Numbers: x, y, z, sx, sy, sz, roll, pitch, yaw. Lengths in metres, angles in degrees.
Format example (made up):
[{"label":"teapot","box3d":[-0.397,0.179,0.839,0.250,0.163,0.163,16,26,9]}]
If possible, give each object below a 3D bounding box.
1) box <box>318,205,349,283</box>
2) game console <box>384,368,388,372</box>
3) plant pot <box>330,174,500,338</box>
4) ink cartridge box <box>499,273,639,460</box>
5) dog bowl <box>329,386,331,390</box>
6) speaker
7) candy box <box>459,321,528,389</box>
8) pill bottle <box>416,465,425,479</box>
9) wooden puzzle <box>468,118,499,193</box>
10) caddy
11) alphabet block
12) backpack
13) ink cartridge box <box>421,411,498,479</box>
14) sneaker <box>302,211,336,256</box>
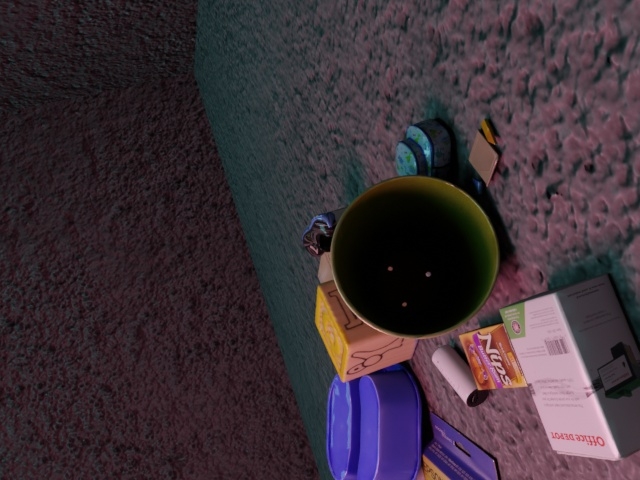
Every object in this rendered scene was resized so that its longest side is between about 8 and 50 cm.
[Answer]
[{"label":"box","box3d":[0.082,0.053,1.668,0.311,0.121,0.148,97,154,-55]},{"label":"game console","box3d":[0.141,0.281,1.854,0.213,0.043,0.361,126,125,-71]},{"label":"plant pot","box3d":[0.164,0.057,1.188,0.293,0.274,0.275,71,179,-76]},{"label":"ink cartridge box","box3d":[0.355,0.174,0.883,0.160,0.092,0.220,131,121,-73]},{"label":"dog bowl","box3d":[0.130,0.551,1.978,0.265,0.104,0.265,61,169,20]},{"label":"speaker","box3d":[0.284,0.276,1.313,0.136,0.055,0.055,-127,26,-53]},{"label":"candy box","box3d":[0.317,0.200,1.126,0.187,0.053,0.109,129,124,-70]},{"label":"pill bottle","box3d":[0.227,0.602,1.766,0.184,0.103,0.103,-176,70,-74]},{"label":"wooden puzzle","box3d":[0.265,-0.134,1.037,0.116,0.014,0.079,100,154,-58]},{"label":"caddy","box3d":[0.149,0.482,1.656,0.241,0.179,0.342,-11,74,56]},{"label":"alphabet block","box3d":[0.112,0.201,1.575,0.192,0.197,0.193,94,155,-51]},{"label":"backpack","box3d":[0.186,-0.154,1.159,0.105,0.084,0.114,-129,29,-49]},{"label":"ink cartridge box","box3d":[0.326,0.592,1.475,0.303,0.072,0.307,-165,57,-73]},{"label":"sneaker","box3d":[0.000,0.000,1.542,0.188,0.067,0.078,116,143,-64]}]
